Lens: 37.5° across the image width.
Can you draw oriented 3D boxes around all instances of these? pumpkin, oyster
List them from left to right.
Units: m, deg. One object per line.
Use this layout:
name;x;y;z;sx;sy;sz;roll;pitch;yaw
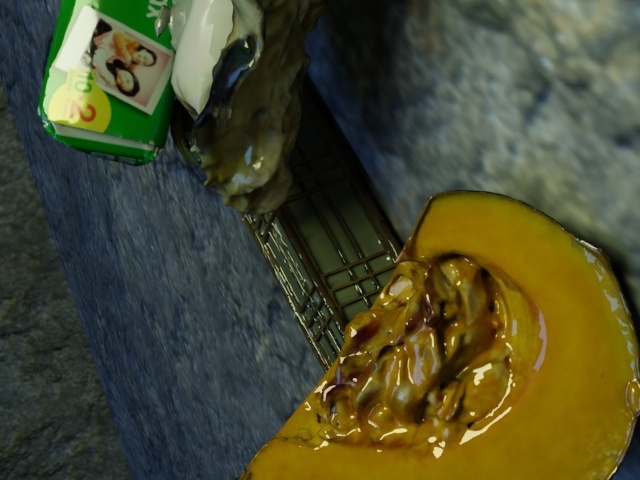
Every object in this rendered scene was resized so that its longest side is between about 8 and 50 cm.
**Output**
oyster;-0.023;-0.168;0.548;0.238;0.115;0.351;-112;30;-54
pumpkin;0.072;0.109;0.550;0.163;0.278;0.111;36;-168;8

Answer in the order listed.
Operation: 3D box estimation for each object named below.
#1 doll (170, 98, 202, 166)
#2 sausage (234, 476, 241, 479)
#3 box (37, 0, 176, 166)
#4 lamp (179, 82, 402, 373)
doll;-0.094;-0.097;0.870;0.162;0.062;0.106;25;136;58
sausage;0.002;0.383;1.008;0.117;0.125;0.317;-4;109;67
box;-0.168;-0.157;0.798;0.250;0.103;0.180;-159;80;-76
lamp;0.000;0.000;0.707;0.325;0.090;0.089;61;157;19
